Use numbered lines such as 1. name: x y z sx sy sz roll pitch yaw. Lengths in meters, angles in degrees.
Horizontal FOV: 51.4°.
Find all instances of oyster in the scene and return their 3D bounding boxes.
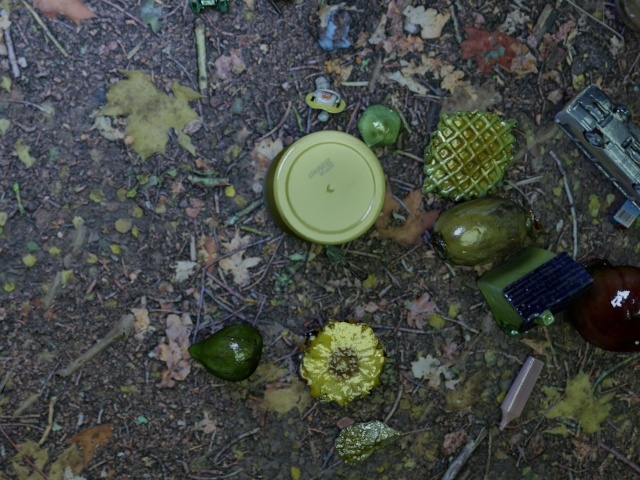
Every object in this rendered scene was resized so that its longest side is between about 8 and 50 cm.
1. oyster: 0.105 0.473 1.549 0.146 0.045 0.121 14 112 -14

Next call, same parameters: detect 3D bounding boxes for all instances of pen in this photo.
1. pen: 0.481 0.374 1.613 0.053 0.032 0.197 27 92 -17

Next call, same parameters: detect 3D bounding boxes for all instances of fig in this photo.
1. fig: -0.202 0.228 1.394 0.156 0.123 0.123 13 99 15
2. fig: 0.700 0.150 1.526 0.235 0.235 0.214 38 54 -17

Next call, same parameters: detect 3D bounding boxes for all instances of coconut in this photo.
1. coconut: 0.120 -0.235 1.384 0.088 0.088 0.096 23 87 -16

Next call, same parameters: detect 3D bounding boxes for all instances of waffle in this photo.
1. waffle: 0.326 -0.184 1.455 0.214 0.054 0.207 5 103 -16

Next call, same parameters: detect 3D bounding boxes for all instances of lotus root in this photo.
1. lotus root: 0.370 -0.027 1.448 0.278 0.154 0.154 -13 103 -12

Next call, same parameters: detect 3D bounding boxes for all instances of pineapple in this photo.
1. pineapple: 0.043 0.260 1.469 0.225 0.076 0.224 -2 99 -10

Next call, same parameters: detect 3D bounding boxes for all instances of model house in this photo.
1. model house: 0.497 0.127 1.476 0.194 0.211 0.170 -28 103 -7

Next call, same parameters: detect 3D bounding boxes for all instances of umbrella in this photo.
1. umbrella: -0.003 0.003 1.434 0.269 0.044 0.044 42 127 -10

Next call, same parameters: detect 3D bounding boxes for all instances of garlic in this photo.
1. garlic: 0.695 -0.530 1.445 0.087 0.101 0.195 -29 101 -38

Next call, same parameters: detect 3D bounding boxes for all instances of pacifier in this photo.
1. pacifier: 0.009 -0.277 1.375 0.083 0.068 0.064 15 132 2

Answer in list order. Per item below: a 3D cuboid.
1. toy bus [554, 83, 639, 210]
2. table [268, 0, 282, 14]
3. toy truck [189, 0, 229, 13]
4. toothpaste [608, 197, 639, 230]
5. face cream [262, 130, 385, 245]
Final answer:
1. toy bus: 0.666 -0.190 1.461 0.342 0.138 0.097 45 92 -3
2. table: -0.085 -0.554 1.282 0.146 0.062 0.175 -47 139 -1
3. toy truck: -0.215 -0.513 1.258 0.080 0.078 0.154 -7 103 -10
4. toothpaste: 0.761 -0.112 1.572 0.044 0.070 0.193 39 91 13
5. face cream: 0.002 -0.101 1.319 0.218 0.179 0.218 -1 93 -11
